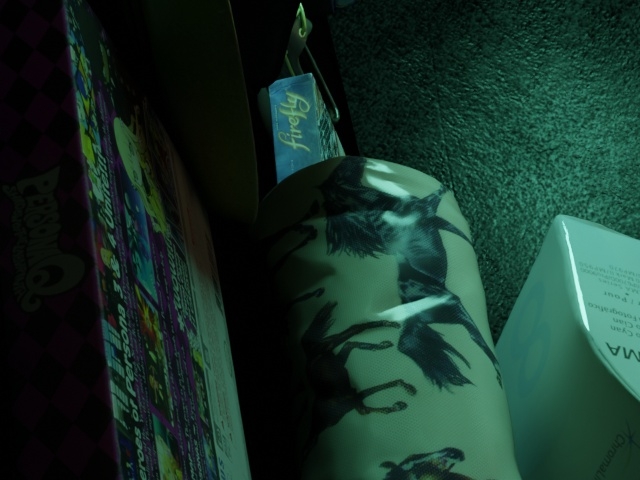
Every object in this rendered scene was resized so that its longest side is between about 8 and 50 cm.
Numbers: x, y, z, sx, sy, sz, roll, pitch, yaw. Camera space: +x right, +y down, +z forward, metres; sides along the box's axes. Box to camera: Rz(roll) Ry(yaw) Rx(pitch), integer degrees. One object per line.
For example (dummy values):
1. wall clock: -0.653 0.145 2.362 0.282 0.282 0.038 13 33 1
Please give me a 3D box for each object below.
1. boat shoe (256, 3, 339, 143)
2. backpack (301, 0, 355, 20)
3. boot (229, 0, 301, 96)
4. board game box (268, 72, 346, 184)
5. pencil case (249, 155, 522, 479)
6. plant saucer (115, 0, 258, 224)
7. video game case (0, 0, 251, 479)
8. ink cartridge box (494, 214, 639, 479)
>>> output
1. boat shoe: -0.040 -0.184 1.368 0.081 0.068 0.228 -98 172 -45
2. backpack: -0.040 -0.308 1.459 0.173 0.116 0.158 -103 176 -45
3. boot: 0.004 -0.201 1.139 0.246 0.207 0.094 64 13 -67
4. board game box: 0.000 0.000 1.329 0.165 0.042 0.243 65 18 -63
5. pencil case: 0.050 0.131 1.021 0.184 0.159 0.410 108 -22 -49
6. plant saucer: -0.079 -0.120 0.756 0.241 0.037 0.241 166 -90 -80
7. video game case: -0.073 0.042 0.599 0.210 0.041 0.232 66 11 -62
8. ink cartridge box: 0.155 0.213 1.014 0.385 0.091 0.308 -84 -167 -57
